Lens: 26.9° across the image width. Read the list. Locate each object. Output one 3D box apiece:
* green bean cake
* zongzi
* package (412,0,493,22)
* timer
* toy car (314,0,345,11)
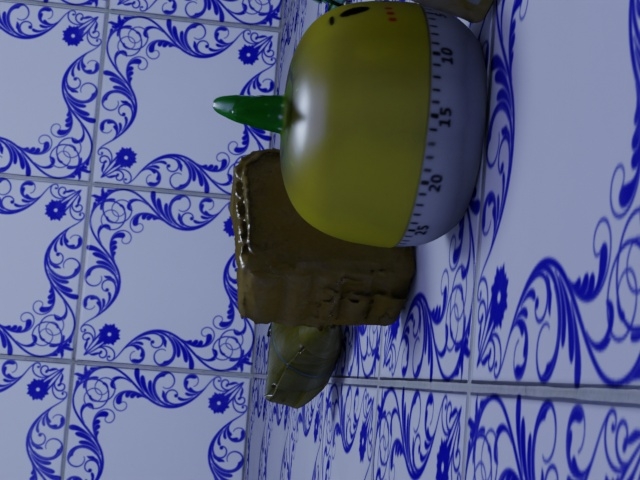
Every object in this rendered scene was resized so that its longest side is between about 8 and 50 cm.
[{"bbox_3d":[0.000,0.000,1.680,0.131,0.224,0.229,103,166,-48],"label":"green bean cake"},{"bbox_3d":[-0.013,0.118,2.157,0.256,0.115,0.228,113,166,-49],"label":"zongzi"},{"bbox_3d":[0.119,-0.376,1.251,0.311,0.221,0.165,113,-178,-66],"label":"package"},{"bbox_3d":[0.021,-0.126,1.409,0.285,0.285,0.285,-175,90,-83],"label":"timer"},{"bbox_3d":[-0.014,-0.517,2.534,0.306,0.136,0.125,-101,36,-71],"label":"toy car"}]
